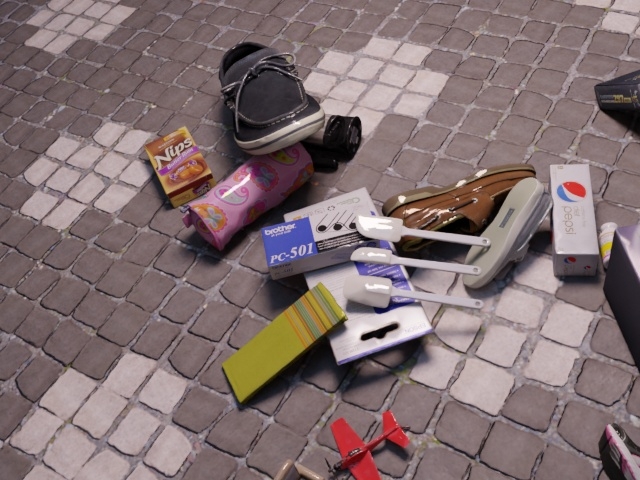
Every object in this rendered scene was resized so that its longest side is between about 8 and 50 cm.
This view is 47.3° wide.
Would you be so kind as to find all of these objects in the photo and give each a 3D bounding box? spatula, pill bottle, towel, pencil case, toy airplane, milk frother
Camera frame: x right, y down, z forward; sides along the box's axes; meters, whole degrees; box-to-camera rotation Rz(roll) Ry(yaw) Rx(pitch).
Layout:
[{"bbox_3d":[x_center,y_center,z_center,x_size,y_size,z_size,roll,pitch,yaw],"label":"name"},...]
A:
[{"bbox_3d":[0.169,0.045,1.275,0.242,0.019,0.168,9,64,5],"label":"spatula"},{"bbox_3d":[0.519,0.009,1.298,0.044,0.043,0.083,-2,51,12],"label":"pill bottle"},{"bbox_3d":[-0.065,0.178,1.275,0.237,0.021,0.102,-40,44,5],"label":"towel"},{"bbox_3d":[-0.146,-0.102,1.504,0.284,0.124,0.124,-40,53,-17],"label":"pencil case"},{"bbox_3d":[0.078,0.328,1.156,0.151,0.028,0.151,-7,49,9],"label":"toy airplane"},{"bbox_3d":[0.001,-0.237,1.561,0.135,0.143,0.129,10,59,22],"label":"milk frother"}]

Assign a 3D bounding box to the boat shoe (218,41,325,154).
[{"bbox_3d":[-0.123,-0.311,1.542,0.187,0.155,0.500,-25,29,-2],"label":"boat shoe"}]

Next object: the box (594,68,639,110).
[{"bbox_3d":[0.697,-0.322,1.453,0.233,0.059,0.183,-20,13,-2],"label":"box"}]

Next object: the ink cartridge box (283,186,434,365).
[{"bbox_3d":[0.063,0.065,1.351,0.176,0.069,0.370,-19,47,-3],"label":"ink cartridge box"}]

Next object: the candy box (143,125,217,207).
[{"bbox_3d":[-0.316,-0.168,1.642,0.109,0.053,0.186,-27,49,-8],"label":"candy box"}]

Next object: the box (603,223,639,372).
[{"bbox_3d":[0.628,0.111,1.100,0.294,0.182,0.296,-12,49,5],"label":"box"}]

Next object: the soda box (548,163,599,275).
[{"bbox_3d":[0.460,-0.040,1.337,0.074,0.069,0.216,0,52,13],"label":"soda box"}]

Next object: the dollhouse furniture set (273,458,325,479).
[{"bbox_3d":[0.014,0.466,0.949,0.304,0.198,0.286,20,59,26],"label":"dollhouse furniture set"}]

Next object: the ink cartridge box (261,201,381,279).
[{"bbox_3d":[0.000,0.000,1.350,0.207,0.046,0.097,-15,49,0],"label":"ink cartridge box"}]

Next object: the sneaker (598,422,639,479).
[{"bbox_3d":[0.470,0.339,1.037,0.077,0.072,0.178,-16,57,-15],"label":"sneaker"}]

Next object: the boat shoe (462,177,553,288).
[{"bbox_3d":[0.345,-0.001,1.314,0.227,0.081,0.079,-57,27,1],"label":"boat shoe"}]

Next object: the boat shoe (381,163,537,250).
[{"bbox_3d":[0.274,-0.054,1.375,0.308,0.110,0.104,-17,63,-5],"label":"boat shoe"}]
